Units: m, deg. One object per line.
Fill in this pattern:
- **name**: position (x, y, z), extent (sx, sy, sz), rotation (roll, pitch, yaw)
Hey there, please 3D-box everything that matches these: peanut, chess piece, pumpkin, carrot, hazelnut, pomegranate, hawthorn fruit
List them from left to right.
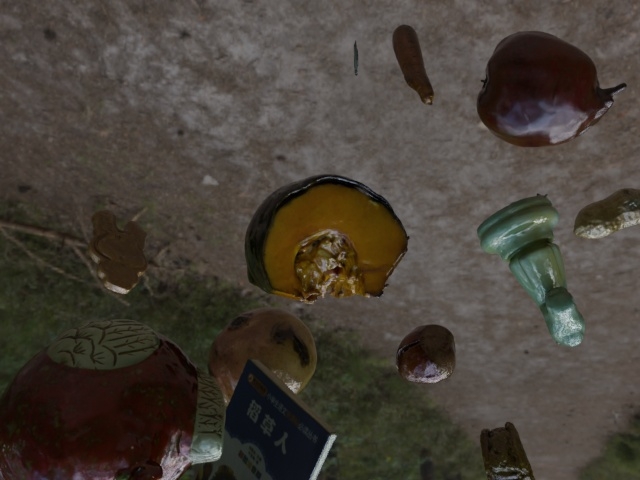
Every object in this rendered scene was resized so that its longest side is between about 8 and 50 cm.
- **pomegranate**: position (-0.160, 0.333, 1.775), extent (0.322, 0.322, 0.322), rotation (0, 156, 0)
- **pumpkin**: position (0.000, 0.000, 1.263), extent (0.303, 0.257, 0.225), rotation (9, 169, -19)
- **carrot**: position (0.188, -0.358, 1.283), extent (0.059, 0.248, 0.059), rotation (-5, 141, -4)
- **hazelnut**: position (0.250, 0.272, 1.503), extent (0.143, 0.154, 0.143), rotation (17, 133, 19)
- **chess piece**: position (0.449, 0.073, 1.282), extent (0.175, 0.298, 0.176), rotation (-18, 160, -7)
- **hawthorn fruit**: position (0.414, -0.269, 1.142), extent (0.248, 0.208, 0.208), rotation (14, 164, 28)
- **peanut**: position (0.677, -0.064, 1.457), extent (0.214, 0.100, 0.099), rotation (-20, 156, -6)

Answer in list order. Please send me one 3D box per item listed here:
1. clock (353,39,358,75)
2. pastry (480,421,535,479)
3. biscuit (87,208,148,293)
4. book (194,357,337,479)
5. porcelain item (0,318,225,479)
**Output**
- **clock**: position (0.086, -0.442, 1.527), extent (0.010, 0.074, 0.083), rotation (-2, 146, 1)
- **pastry**: position (0.245, 0.293, 0.833), extent (0.057, 0.097, 0.109), rotation (-19, 154, 11)
- **biscuit**: position (-0.461, 0.023, 1.445), extent (0.144, 0.236, 0.040), rotation (22, 122, -33)
- **book**: position (-0.148, 0.512, 1.359), extent (0.039, 0.428, 0.300), rotation (17, -170, -45)
- **porcelain item**: position (-0.228, 0.218, 0.712), extent (0.252, 0.253, 0.253), rotation (0, 156, 0)
